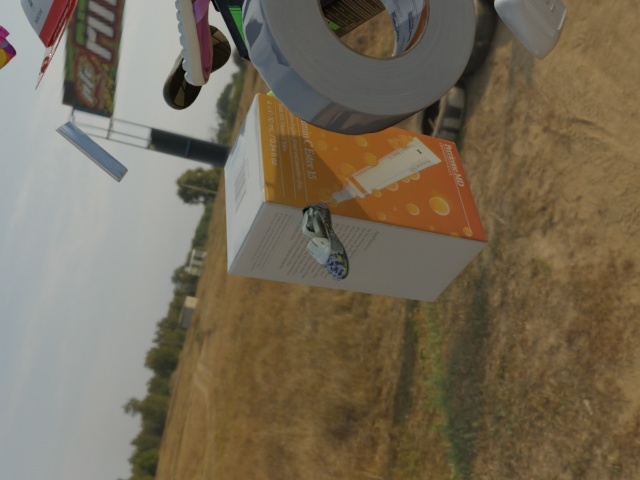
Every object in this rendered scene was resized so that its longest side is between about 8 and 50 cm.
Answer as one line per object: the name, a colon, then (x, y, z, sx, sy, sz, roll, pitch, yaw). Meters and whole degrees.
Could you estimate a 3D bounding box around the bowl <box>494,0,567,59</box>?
bowl: (0.379, -0.405, 1.149, 0.053, 0.142, 0.142, -32, 20, 49)

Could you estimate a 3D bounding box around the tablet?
tablet: (-0.246, -0.096, 0.706, 0.006, 0.083, 0.054, -46, 18, 10)

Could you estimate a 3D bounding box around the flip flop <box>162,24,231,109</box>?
flip flop: (-0.320, -0.436, 1.643, 0.080, 0.112, 0.277, -4, 52, 46)

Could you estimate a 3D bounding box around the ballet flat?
ballet flat: (0.000, 0.000, 0.747, 0.114, 0.041, 0.041, -108, 28, -42)

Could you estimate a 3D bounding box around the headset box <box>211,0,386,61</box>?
headset box: (-0.027, -0.390, 0.841, 0.246, 0.283, 0.131, 66, -158, 4)

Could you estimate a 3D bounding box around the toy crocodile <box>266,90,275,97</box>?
toy crocodile: (-0.041, -0.294, 1.504, 0.115, 0.105, 0.341, -35, 47, 21)

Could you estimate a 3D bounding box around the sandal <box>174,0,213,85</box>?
sandal: (-0.213, -0.478, 1.221, 0.416, 0.102, 0.169, 97, 176, -54)

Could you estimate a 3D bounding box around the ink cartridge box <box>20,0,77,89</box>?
ink cartridge box: (-0.600, -0.577, 1.447, 0.308, 0.091, 0.385, -34, 49, 46)

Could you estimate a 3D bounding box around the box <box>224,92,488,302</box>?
box: (0.044, -0.056, 0.992, 0.168, 0.345, 0.215, 123, 148, -45)

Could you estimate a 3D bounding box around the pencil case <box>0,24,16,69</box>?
pencil case: (-0.742, -0.353, 1.348, 0.236, 0.104, 0.104, -50, 3, -14)

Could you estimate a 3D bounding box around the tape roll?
tape roll: (0.038, -0.216, 0.629, 0.072, 0.219, 0.219, 162, 121, -69)
